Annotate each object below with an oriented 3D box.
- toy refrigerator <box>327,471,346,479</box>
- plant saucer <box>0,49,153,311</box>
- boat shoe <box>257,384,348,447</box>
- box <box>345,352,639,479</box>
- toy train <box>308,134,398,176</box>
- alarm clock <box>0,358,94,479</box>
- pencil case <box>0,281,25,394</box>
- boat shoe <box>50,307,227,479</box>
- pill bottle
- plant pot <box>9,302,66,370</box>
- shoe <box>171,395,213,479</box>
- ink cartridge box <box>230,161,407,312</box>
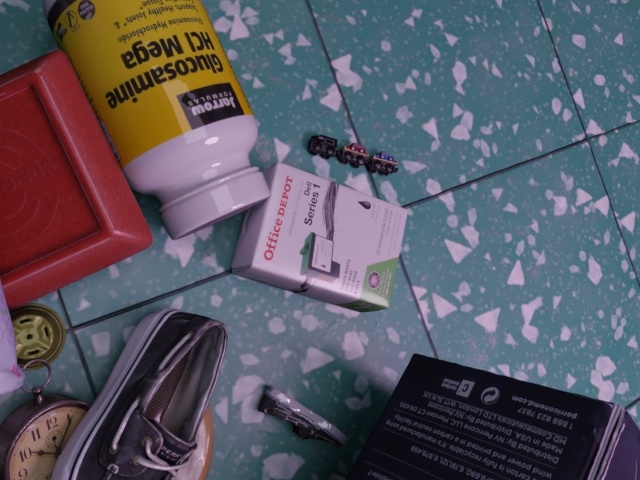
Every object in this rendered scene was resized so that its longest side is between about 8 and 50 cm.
[{"bbox_3d":[0.013,0.471,0.847,0.102,0.094,0.269,35,69,-16],"label":"toy refrigerator"},{"bbox_3d":[-0.367,-0.058,0.723,0.259,0.048,0.259,-25,92,0],"label":"plant saucer"},{"bbox_3d":[-0.026,0.259,0.890,0.142,0.049,0.040,35,75,-9],"label":"boat shoe"},{"bbox_3d":[0.227,0.479,0.763,0.480,0.297,0.471,48,63,-32],"label":"box"},{"bbox_3d":[0.055,-0.137,0.996,0.158,0.027,0.036,14,66,-21],"label":"toy train"},{"bbox_3d":[-0.318,0.228,0.727,0.129,0.064,0.191,-19,109,-48],"label":"alarm clock"},{"bbox_3d":[-0.385,0.036,0.638,0.114,0.124,0.273,-11,92,-16],"label":"pencil case"},{"bbox_3d":[-0.205,0.227,0.724,0.121,0.119,0.335,45,50,-44],"label":"boat shoe"},{"bbox_3d":[-0.195,-0.179,0.798,0.188,0.188,0.333,-27,94,-25],"label":"pill bottle"},{"bbox_3d":[-0.346,0.115,0.746,0.083,0.079,0.083,4,81,-24],"label":"plant pot"},{"bbox_3d":[-0.188,0.300,0.787,0.058,0.077,0.218,21,75,-43],"label":"shoe"},{"bbox_3d":[0.000,0.000,0.912,0.220,0.093,0.160,18,75,-22],"label":"ink cartridge box"}]
